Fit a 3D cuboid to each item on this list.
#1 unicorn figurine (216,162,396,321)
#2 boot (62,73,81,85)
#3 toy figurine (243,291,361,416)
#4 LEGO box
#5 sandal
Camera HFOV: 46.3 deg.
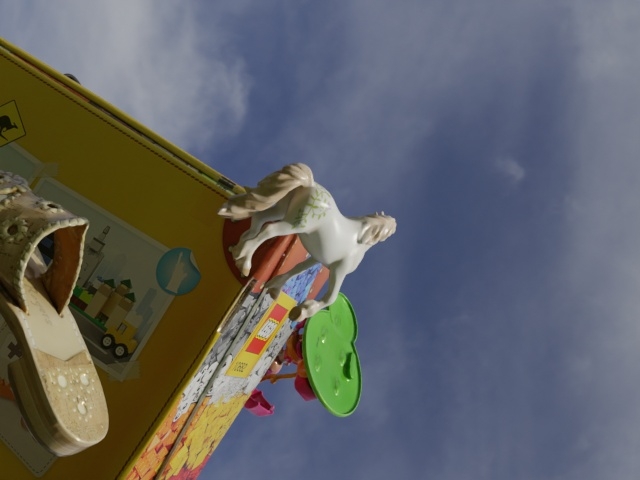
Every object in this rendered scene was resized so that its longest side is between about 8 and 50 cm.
[{"bbox_3d":[0.000,0.000,0.544,0.111,0.162,0.060,-43,-120,-3],"label":"unicorn figurine"},{"bbox_3d":[-0.443,-0.184,1.317,0.161,0.247,0.083,14,-129,32],"label":"boot"},{"bbox_3d":[-0.045,0.153,0.943,0.159,0.130,0.173,-19,-145,27],"label":"toy figurine"},{"bbox_3d":[-0.302,0.031,0.758,0.500,0.193,0.372,33,-95,15],"label":"LEGO box"},{"bbox_3d":[-0.181,0.016,0.498,0.079,0.088,0.240,-28,-99,13],"label":"sandal"}]
